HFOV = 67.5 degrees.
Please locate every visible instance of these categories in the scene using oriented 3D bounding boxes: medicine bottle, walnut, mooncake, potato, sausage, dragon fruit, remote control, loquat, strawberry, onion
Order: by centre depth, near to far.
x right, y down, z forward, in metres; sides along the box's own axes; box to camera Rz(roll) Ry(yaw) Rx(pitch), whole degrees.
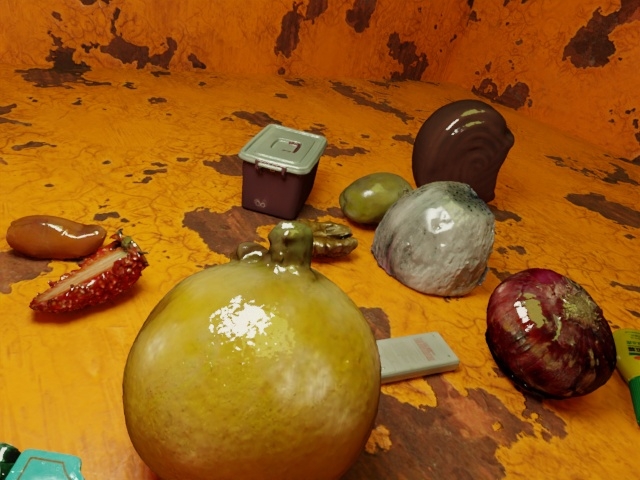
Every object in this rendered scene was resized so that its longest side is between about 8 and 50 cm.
[{"bbox_3d":[-0.075,0.148,0.622,0.329,0.359,0.328,15,8,-2],"label":"loquat"},{"bbox_3d":[0.158,0.215,0.885,0.190,0.029,0.087,-3,34,-24],"label":"remote control"},{"bbox_3d":[-0.417,0.075,0.886,0.208,0.086,0.167,-36,30,-20],"label":"strawberry"},{"bbox_3d":[0.422,0.173,0.895,0.247,0.190,0.246,10,54,-13],"label":"onion"},{"bbox_3d":[0.627,0.266,0.932,0.095,0.064,0.260,22,33,16],"label":"medicine bottle"},{"bbox_3d":[-0.528,-0.006,0.967,0.180,0.089,0.089,5,32,-18],"label":"sausage"},{"bbox_3d":[0.257,-0.025,1.136,0.204,0.221,0.283,5,34,-23],"label":"dragon fruit"},{"bbox_3d":[0.000,0.000,1.144,0.170,0.069,0.143,4,31,-15],"label":"walnut"},{"bbox_3d":[0.153,-0.109,1.299,0.201,0.154,0.136,-5,55,-27],"label":"potato"},{"bbox_3d":[0.436,-0.244,1.464,0.334,0.326,0.174,38,21,-22],"label":"mooncake"}]

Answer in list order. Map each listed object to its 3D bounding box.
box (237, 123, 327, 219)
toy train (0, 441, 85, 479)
[{"bbox_3d":[-0.103,-0.192,1.325,0.194,0.167,0.294,14,31,6],"label":"box"},{"bbox_3d":[-0.335,0.312,0.483,0.163,0.112,0.203,13,33,-8],"label":"toy train"}]
